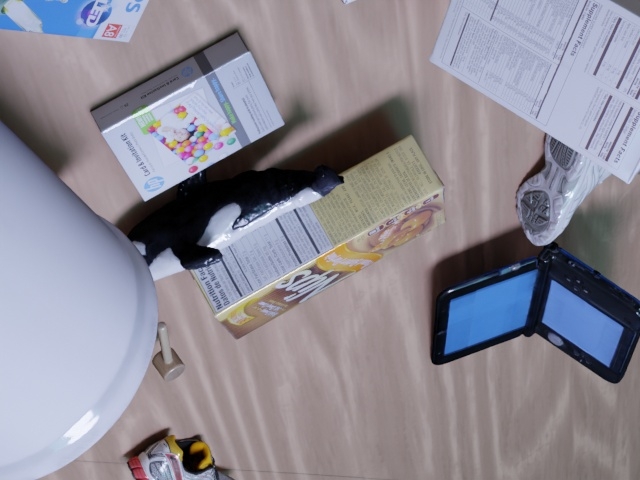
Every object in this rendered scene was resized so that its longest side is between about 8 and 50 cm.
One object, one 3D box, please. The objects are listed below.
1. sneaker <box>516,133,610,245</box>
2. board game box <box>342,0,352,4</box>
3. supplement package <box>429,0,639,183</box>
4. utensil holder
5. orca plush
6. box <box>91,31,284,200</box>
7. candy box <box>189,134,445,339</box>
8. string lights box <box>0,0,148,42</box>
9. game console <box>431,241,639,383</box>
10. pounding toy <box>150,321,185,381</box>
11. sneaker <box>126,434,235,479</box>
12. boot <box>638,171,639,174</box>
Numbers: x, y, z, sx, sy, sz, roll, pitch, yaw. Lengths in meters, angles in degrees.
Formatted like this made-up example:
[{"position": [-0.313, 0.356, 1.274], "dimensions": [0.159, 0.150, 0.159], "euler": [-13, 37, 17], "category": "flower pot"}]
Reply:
[{"position": [0.350, -0.081, 2.216], "dimensions": [0.115, 0.090, 0.232], "euler": [-13, 145, -31], "category": "sneaker"}, {"position": [0.083, -0.392, 1.640], "dimensions": [0.193, 0.053, 0.305], "euler": [-25, 146, -9], "category": "board game box"}, {"position": [0.298, -0.242, 1.755], "dimensions": [0.199, 0.262, 0.198], "euler": [-43, 160, -41], "category": "supplement package"}, {"position": [-0.389, 0.023, 1.593], "dimensions": [0.327, 0.327, 0.385], "euler": [-32, 143, 3], "category": "utensil holder"}, {"position": [-0.122, -0.047, 1.889], "dimensions": [0.287, 0.151, 0.102], "euler": [-19, 111, 26], "category": "orca plush"}, {"position": [-0.146, -0.137, 1.814], "dimensions": [0.186, 0.038, 0.145], "euler": [-28, 146, -2], "category": "box"}, {"position": [0.000, 0.000, 2.011], "dimensions": [0.316, 0.087, 0.183], "euler": [-30, 166, -1], "category": "candy box"}, {"position": [-0.278, -0.269, 1.509], "dimensions": [0.259, 0.077, 0.133], "euler": [1, 134, -38], "category": "string lights box"}, {"position": [0.314, 0.142, 2.369], "dimensions": [0.173, 0.250, 0.293], "euler": [-50, 163, -18], "category": "game console"}, {"position": [-0.268, 0.141, 2.042], "dimensions": [0.206, 0.094, 0.181], "euler": [3, 130, -52], "category": "pounding toy"}, {"position": [-0.179, 0.346, 2.369], "dimensions": [0.093, 0.088, 0.225], "euler": [-40, 145, 12], "category": "sneaker"}, {"position": [0.562, -0.144, 2.301], "dimensions": [0.305, 0.112, 0.115], "euler": [-1, 155, -29], "category": "boot"}]
